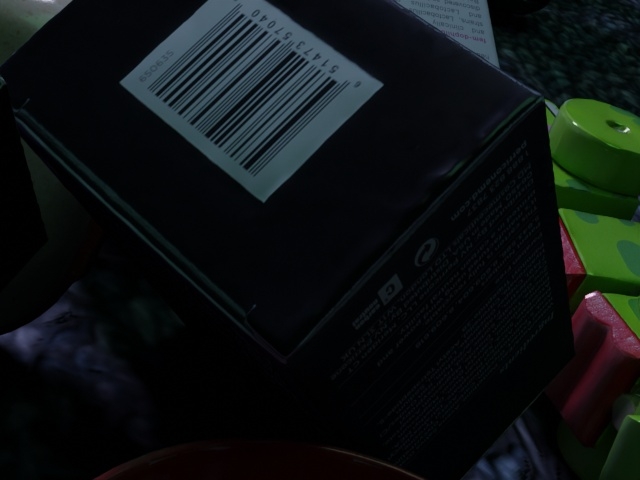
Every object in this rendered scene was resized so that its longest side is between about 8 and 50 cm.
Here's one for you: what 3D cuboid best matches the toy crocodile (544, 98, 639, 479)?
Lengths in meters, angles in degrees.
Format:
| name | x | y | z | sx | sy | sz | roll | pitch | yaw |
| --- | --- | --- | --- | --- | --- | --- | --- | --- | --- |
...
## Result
| name | x | y | z | sx | sy | sz | roll | pitch | yaw |
| --- | --- | --- | --- | --- | --- | --- | --- | --- | --- |
| toy crocodile | 0.133 | 0.019 | 0.586 | 0.105 | 0.115 | 0.340 | 11 | 33 | -19 |

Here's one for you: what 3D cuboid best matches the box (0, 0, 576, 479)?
| name | x | y | z | sx | sy | sz | roll | pitch | yaw |
| --- | --- | --- | --- | --- | --- | --- | --- | --- | --- |
| box | 0.000 | 0.000 | 0.431 | 0.108 | 0.207 | 0.153 | -45 | 60 | -10 |

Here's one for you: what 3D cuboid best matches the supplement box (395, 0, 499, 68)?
| name | x | y | z | sx | sy | sz | roll | pitch | yaw |
| --- | --- | --- | --- | --- | --- | --- | --- | --- | --- |
| supplement box | 0.022 | -0.144 | 0.689 | 0.114 | 0.111 | 0.220 | 5 | 62 | -25 |

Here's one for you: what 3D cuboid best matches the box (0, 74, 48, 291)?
| name | x | y | z | sx | sy | sz | roll | pitch | yaw |
| --- | --- | --- | --- | --- | --- | --- | --- | --- | --- |
| box | -0.247 | -0.023 | 0.354 | 0.261 | 0.103 | 0.184 | 31 | 65 | 13 |

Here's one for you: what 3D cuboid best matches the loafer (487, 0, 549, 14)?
| name | x | y | z | sx | sy | sz | roll | pitch | yaw |
| --- | --- | --- | --- | --- | --- | --- | --- | --- | --- |
| loafer | 0.113 | -0.270 | 1.067 | 0.223 | 0.076 | 0.078 | 30 | 19 | 13 |

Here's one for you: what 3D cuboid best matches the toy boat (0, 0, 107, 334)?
| name | x | y | z | sx | sy | sz | roll | pitch | yaw |
| --- | --- | --- | --- | --- | --- | --- | --- | --- | --- |
| toy boat | -0.183 | -0.059 | 0.513 | 0.231 | 0.151 | 0.151 | 26 | 1 | 5 |

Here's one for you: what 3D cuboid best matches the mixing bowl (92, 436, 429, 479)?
| name | x | y | z | sx | sy | sz | roll | pitch | yaw |
| --- | --- | --- | --- | --- | --- | --- | --- | --- | --- |
| mixing bowl | -0.007 | 0.151 | 0.310 | 0.181 | 0.098 | 0.181 | 16 | 32 | -10 |
